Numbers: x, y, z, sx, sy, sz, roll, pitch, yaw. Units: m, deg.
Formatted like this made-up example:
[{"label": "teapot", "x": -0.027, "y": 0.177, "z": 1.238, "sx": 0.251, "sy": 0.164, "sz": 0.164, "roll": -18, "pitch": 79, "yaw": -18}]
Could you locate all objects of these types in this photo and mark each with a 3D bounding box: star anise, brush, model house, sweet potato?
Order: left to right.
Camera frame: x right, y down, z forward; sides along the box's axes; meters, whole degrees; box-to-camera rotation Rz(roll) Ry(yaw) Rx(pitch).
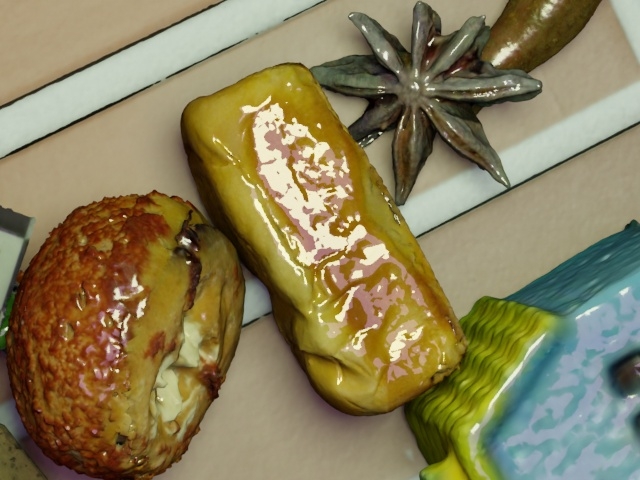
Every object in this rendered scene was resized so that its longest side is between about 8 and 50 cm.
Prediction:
[{"label": "brush", "x": -0.271, "y": 0.154, "z": 1.295, "sx": 0.043, "sy": 0.036, "sz": 0.248, "roll": -50, "pitch": 136, "yaw": -23}, {"label": "star anise", "x": 0.087, "y": -0.117, "z": 1.376, "sx": 0.204, "sy": 0.061, "sz": 0.181, "roll": -16, "pitch": 99, "yaw": 21}, {"label": "sweet potato", "x": 0.192, "y": -0.204, "z": 1.408, "sx": 0.077, "sy": 0.077, "sz": 0.244, "roll": 36, "pitch": 104, "yaw": -7}, {"label": "model house", "x": 0.209, "y": 0.129, "z": 1.326, "sx": 0.303, "sy": 0.237, "sz": 0.215, "roll": -23, "pitch": 94, "yaw": -7}]

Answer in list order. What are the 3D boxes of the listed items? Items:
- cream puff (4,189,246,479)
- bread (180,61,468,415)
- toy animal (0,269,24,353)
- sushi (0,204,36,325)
[{"label": "cream puff", "x": -0.156, "y": 0.071, "z": 1.290, "sx": 0.164, "sy": 0.240, "sz": 0.240, "roll": 22, "pitch": 87, "yaw": 25}, {"label": "bread", "x": 0.000, "y": 0.000, "z": 1.329, "sx": 0.132, "sy": 0.167, "sz": 0.294, "roll": -28, "pitch": 94, "yaw": -10}, {"label": "toy animal", "x": -0.311, "y": 0.001, "z": 1.328, "sx": 0.103, "sy": 0.100, "sz": 0.208, "roll": -26, "pitch": 104, "yaw": 15}, {"label": "sushi", "x": -0.438, "y": 0.096, "z": 1.267, "sx": 0.343, "sy": 0.064, "sz": 0.359, "roll": 19, "pitch": 102, "yaw": -4}]
